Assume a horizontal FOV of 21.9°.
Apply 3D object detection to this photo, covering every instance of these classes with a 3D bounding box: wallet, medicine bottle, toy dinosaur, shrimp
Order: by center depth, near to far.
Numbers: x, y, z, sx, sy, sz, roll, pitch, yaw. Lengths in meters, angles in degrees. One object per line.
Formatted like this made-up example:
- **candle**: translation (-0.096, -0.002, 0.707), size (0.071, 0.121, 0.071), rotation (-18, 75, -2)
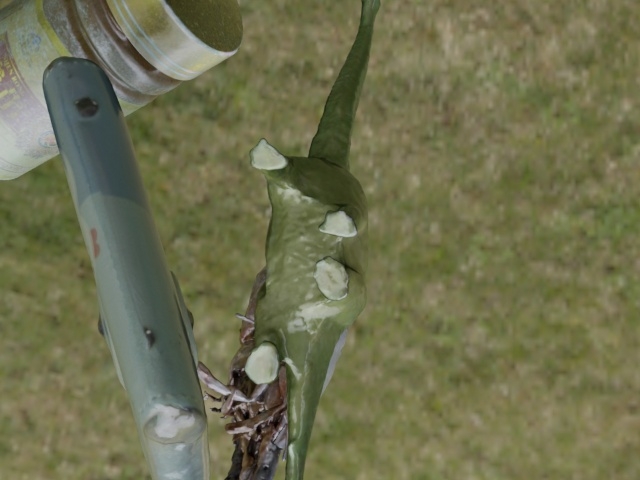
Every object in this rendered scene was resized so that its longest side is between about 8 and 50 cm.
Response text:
- **toy dinosaur**: translation (0.000, 0.000, 1.275), size (0.087, 0.301, 0.447), rotation (6, 94, 5)
- **wallet**: translation (-0.156, 0.046, 1.412), size (0.083, 0.360, 0.252), rotation (-15, 151, -6)
- **medicine bottle**: translation (-0.246, -0.176, 1.610), size (0.322, 0.151, 0.151), rotation (-26, 127, 25)
- **shrimp**: translation (-0.058, 0.157, 1.742), size (0.116, 0.343, 0.145), rotation (6, 150, 28)
